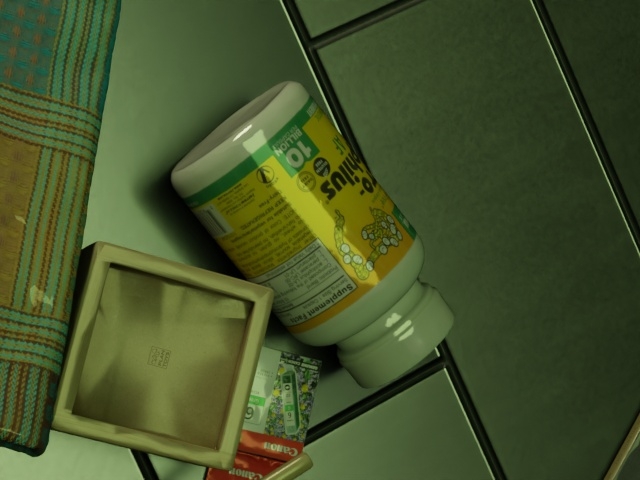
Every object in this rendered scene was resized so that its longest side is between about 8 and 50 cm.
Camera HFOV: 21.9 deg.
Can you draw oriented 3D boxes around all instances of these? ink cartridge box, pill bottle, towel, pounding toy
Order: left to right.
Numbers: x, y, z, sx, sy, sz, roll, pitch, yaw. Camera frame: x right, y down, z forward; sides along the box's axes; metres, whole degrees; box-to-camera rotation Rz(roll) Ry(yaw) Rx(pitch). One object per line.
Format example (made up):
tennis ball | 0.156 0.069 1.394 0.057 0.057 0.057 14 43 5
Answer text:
towel | -0.262 -0.073 1.032 0.271 0.040 0.370 18 63 -29
pounding toy | -0.100 0.126 1.133 0.181 0.094 0.206 16 81 -15
ink cartridge box | -0.043 0.136 1.196 0.062 0.029 0.115 16 80 -21
pill bottle | 0.000 0.000 1.176 0.117 0.117 0.208 -42 102 -20

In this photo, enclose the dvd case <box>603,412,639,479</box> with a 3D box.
dvd case | 0.339 0.161 1.362 0.164 0.018 0.221 37 74 -16
